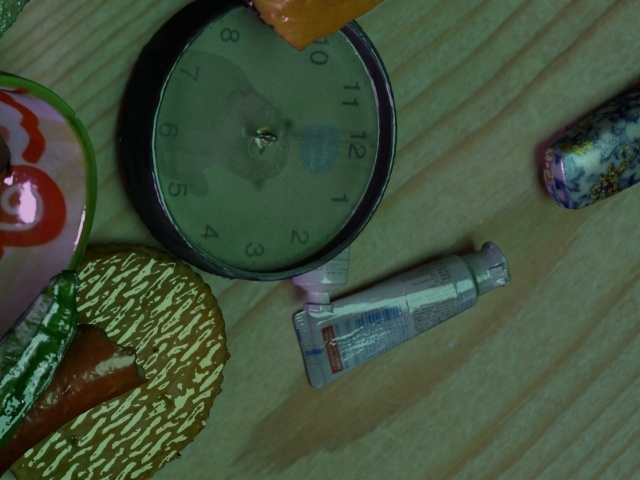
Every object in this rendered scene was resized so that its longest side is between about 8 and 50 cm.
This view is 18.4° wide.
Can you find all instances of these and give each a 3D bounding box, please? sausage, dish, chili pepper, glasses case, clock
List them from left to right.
[{"bbox_3d":[-0.345,-0.015,1.608,0.324,0.124,0.324,-33,141,-31],"label":"dish"},{"bbox_3d":[-0.272,0.117,1.655,0.227,0.059,0.088,-56,134,-6],"label":"chili pepper"},{"bbox_3d":[-0.284,0.178,1.729,0.302,0.076,0.103,-42,110,4],"label":"sausage"},{"bbox_3d":[-0.050,-0.098,1.828,0.281,0.055,0.280,-6,101,-31],"label":"clock"},{"bbox_3d":[0.343,-0.115,2.126,0.248,0.065,0.087,-32,124,-25],"label":"glasses case"}]

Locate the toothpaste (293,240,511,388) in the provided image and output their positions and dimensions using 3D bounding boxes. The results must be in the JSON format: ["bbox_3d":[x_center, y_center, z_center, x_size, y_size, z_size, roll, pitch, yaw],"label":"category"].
[{"bbox_3d":[0.084,0.069,2.014,0.234,0.057,0.089,-24,117,-20],"label":"toothpaste"}]

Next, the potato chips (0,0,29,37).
[{"bbox_3d":[-0.314,-0.211,1.641,0.209,0.026,0.142,-29,118,-27],"label":"potato chips"}]

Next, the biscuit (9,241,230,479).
[{"bbox_3d":[-0.199,0.120,1.828,0.254,0.035,0.254,-12,113,-29],"label":"biscuit"}]

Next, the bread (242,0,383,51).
[{"bbox_3d":[0.041,-0.291,1.763,0.129,0.134,0.260,52,60,-25],"label":"bread"}]

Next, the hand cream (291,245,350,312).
[{"bbox_3d":[0.000,0.000,1.935,0.084,0.053,0.142,1,90,-37],"label":"hand cream"}]
